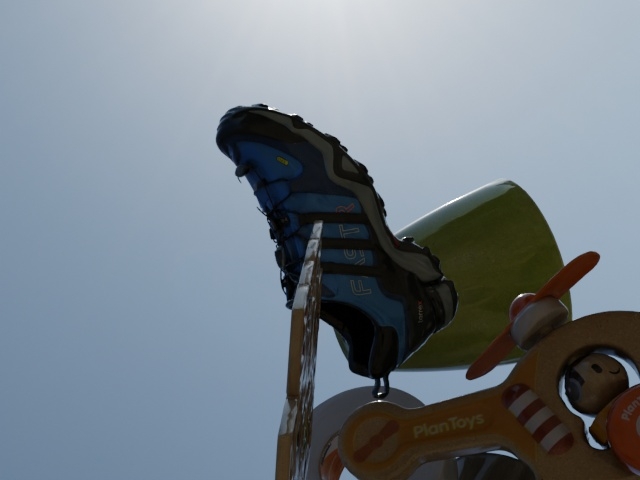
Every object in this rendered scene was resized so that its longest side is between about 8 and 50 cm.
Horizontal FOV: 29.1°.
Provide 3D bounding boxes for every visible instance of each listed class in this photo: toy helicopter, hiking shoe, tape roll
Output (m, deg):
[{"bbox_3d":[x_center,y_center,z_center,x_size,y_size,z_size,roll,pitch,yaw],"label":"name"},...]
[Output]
[{"bbox_3d":[0.187,0.152,1.197,0.140,0.355,0.235,57,-159,-62],"label":"toy helicopter"},{"bbox_3d":[0.000,0.000,1.185,0.304,0.113,0.132,46,-119,-4],"label":"hiking shoe"},{"bbox_3d":[0.063,0.298,1.582,0.072,0.219,0.219,59,-147,-47],"label":"tape roll"}]

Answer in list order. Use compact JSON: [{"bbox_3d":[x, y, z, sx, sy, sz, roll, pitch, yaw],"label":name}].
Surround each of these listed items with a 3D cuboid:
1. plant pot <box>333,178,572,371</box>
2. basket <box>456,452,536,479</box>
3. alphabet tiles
[{"bbox_3d":[0.168,0.082,1.789,0.293,0.275,0.275,-17,-92,-13],"label":"plant pot"},{"bbox_3d":[0.186,0.413,1.599,0.154,0.204,0.227,43,-131,-5],"label":"basket"},{"bbox_3d":[-0.016,0.149,0.896,0.342,0.011,0.285,-78,-8,-74],"label":"alphabet tiles"}]
